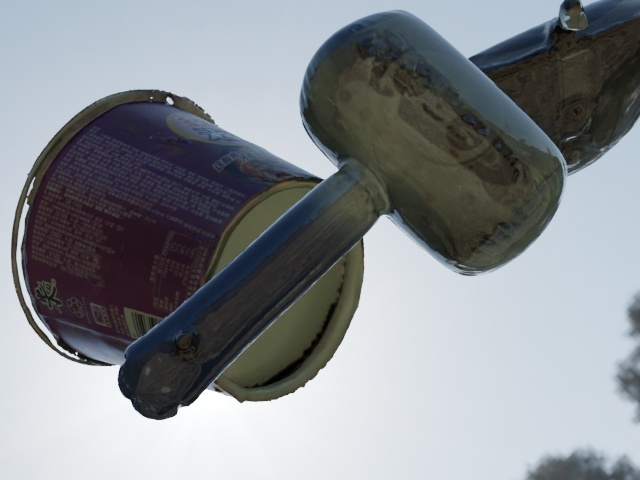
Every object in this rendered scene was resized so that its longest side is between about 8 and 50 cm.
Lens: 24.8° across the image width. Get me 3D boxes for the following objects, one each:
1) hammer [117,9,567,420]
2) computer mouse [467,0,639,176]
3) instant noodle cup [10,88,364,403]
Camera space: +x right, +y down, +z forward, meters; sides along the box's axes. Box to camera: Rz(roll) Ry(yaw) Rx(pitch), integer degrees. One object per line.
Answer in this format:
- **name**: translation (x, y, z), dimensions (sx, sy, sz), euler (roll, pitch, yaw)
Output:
- **hammer**: translation (0.000, 0.000, 0.565), dimensions (0.194, 0.116, 0.069), euler (-42, -12, -18)
- **computer mouse**: translation (0.147, -0.089, 0.940), dimensions (0.167, 0.090, 0.379), euler (-25, -5, 1)
- **instant noodle cup**: translation (-0.125, 0.016, 1.594), dimensions (0.340, 0.266, 0.340), euler (-20, -62, -44)
